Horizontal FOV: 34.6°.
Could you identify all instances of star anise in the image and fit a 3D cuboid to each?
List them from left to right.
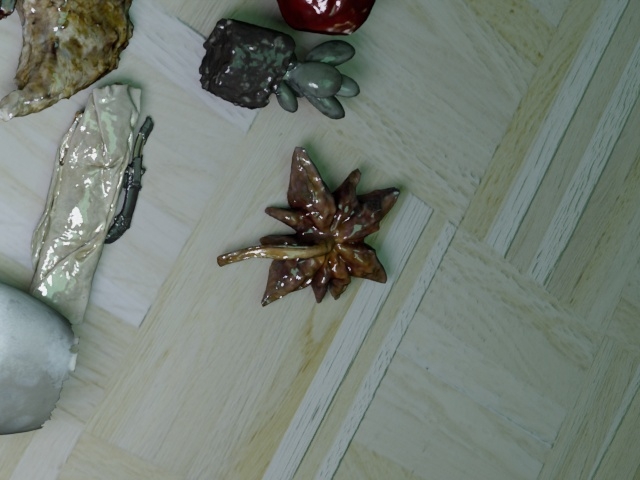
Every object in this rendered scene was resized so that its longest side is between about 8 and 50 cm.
[{"bbox_3d":[0.000,-0.002,1.827,0.349,0.109,0.292,24,78,-31],"label":"star anise"}]

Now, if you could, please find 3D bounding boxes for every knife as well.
[{"bbox_3d":[-0.306,-0.094,1.677,0.045,0.021,0.222,22,84,-29],"label":"knife"}]

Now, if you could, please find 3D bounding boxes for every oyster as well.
[{"bbox_3d":[-0.354,-0.345,1.560,0.204,0.111,0.396,18,84,-43],"label":"oyster"}]

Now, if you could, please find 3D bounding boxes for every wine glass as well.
[{"bbox_3d":[-0.525,0.150,1.452,0.323,0.238,0.238,18,86,-29],"label":"wine glass"}]

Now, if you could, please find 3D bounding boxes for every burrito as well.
[{"bbox_3d":[-0.373,-0.064,1.606,0.117,0.076,0.392,17,87,-31],"label":"burrito"}]

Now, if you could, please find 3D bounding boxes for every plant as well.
[{"bbox_3d":[-0.064,-0.282,1.736,0.274,0.149,0.146,5,111,-30],"label":"plant"}]

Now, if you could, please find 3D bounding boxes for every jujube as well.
[{"bbox_3d":[0.019,-0.509,1.721,0.223,0.223,0.318,2,98,-32],"label":"jujube"}]

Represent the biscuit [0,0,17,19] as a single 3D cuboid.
[{"bbox_3d":[-0.440,-0.514,1.496,0.073,0.107,0.388,18,86,-30],"label":"biscuit"}]
